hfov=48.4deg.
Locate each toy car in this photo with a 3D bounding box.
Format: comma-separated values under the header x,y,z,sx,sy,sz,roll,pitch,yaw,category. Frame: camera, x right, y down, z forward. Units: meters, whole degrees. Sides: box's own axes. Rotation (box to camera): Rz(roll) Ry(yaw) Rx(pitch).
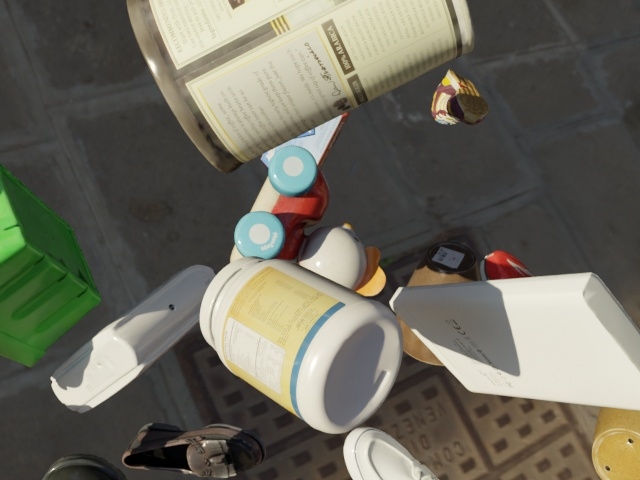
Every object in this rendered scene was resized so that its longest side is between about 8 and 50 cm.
x,y,z,sx,sy,sz,roll,pitch,yaw,category
0.000,0.000,1.112,0.238,0.219,0.210,26,77,-2,toy car

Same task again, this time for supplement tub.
x,y,z,sx,sy,sz,roll,pitch,yaw,category
-0.025,0.105,0.781,0.144,0.144,0.200,-38,41,-28,supplement tub

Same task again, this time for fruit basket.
x,y,z,sx,sy,sz,roll,pitch,yaw,category
-0.574,0.087,1.105,0.392,0.392,0.283,-20,67,-25,fruit basket

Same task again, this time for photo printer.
x,y,z,sx,sy,sz,roll,pitch,yaw,category
-0.334,0.174,1.359,0.107,0.256,0.307,51,35,-4,photo printer

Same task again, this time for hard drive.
x,y,z,sx,sy,sz,roll,pitch,yaw,category
0.286,0.145,1.007,0.233,0.353,0.047,47,63,-20,hard drive

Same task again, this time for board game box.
x,y,z,sx,sy,sz,roll,pitch,yaw,category
-0.040,-0.224,1.552,0.027,0.281,0.145,-30,71,-38,board game box

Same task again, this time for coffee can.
x,y,z,sx,sy,sz,roll,pitch,yaw,category
-0.017,-0.214,0.702,0.275,0.201,0.201,-25,74,7,coffee can

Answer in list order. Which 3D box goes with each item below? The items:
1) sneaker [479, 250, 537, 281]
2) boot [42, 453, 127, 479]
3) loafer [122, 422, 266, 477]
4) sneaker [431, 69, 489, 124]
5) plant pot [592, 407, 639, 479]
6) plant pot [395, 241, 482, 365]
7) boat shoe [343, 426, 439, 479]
x,y,z,sx,sy,sz,roll,pitch,yaw,category
0.373,0.108,1.111,0.107,0.118,0.279,-29,69,-39,sneaker
-0.296,0.520,0.882,0.146,0.445,0.367,-13,99,-7,boot
-0.253,0.425,1.399,0.095,0.302,0.109,-39,121,-58,loafer
0.242,-0.231,1.262,0.069,0.084,0.185,24,30,-13,sneaker
0.556,0.317,1.167,0.254,0.237,0.237,-18,73,-44,plant pot
0.279,0.125,1.604,0.215,0.230,0.215,0,38,0,plant pot
0.142,0.368,1.047,0.258,0.084,0.095,45,58,-16,boat shoe
